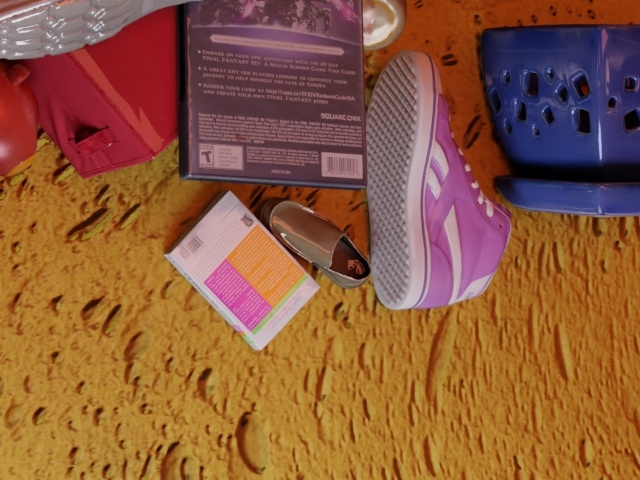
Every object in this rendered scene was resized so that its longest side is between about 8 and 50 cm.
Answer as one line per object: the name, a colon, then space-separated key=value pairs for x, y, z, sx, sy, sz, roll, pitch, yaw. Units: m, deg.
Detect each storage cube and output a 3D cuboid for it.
storage cube: x=-0.197 y=-0.198 z=1.763 sx=0.215 sy=0.184 sz=0.193 roll=-45 pitch=107 yaw=-24

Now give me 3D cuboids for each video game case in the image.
video game case: x=-0.045 y=-0.189 z=1.729 sx=0.196 sy=0.026 sz=0.274 roll=3 pitch=81 yaw=-30

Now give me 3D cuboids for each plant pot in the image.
plant pot: x=0.333 y=-0.135 z=2.033 sx=0.236 sy=0.236 sz=0.212 roll=-2 pitch=94 yaw=-29

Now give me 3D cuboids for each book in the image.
book: x=-0.082 y=0.032 z=1.898 sx=0.144 sy=0.035 sz=0.096 roll=49 pitch=69 yaw=-17

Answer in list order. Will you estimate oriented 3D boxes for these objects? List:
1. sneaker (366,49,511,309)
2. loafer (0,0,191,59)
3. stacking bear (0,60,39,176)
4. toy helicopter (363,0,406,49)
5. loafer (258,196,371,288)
sneaker: x=0.135 y=-0.069 z=1.995 sx=0.161 sy=0.102 sz=0.282 roll=-4 pitch=99 yaw=-33
loafer: x=-0.185 y=-0.252 z=1.615 sx=0.319 sy=0.112 sz=0.111 roll=-22 pitch=75 yaw=-21
stacking bear: x=-0.372 y=-0.054 z=1.673 sx=0.164 sy=0.175 sz=0.289 roll=45 pitch=63 yaw=-9
toy helicopter: x=0.002 y=-0.347 z=1.884 sx=0.355 sy=0.235 sz=0.140 roll=54 pitch=21 yaw=-34
loafer: x=0.000 y=0.000 z=1.934 sx=0.148 sy=0.050 sz=0.056 roll=33 pitch=72 yaw=-23
